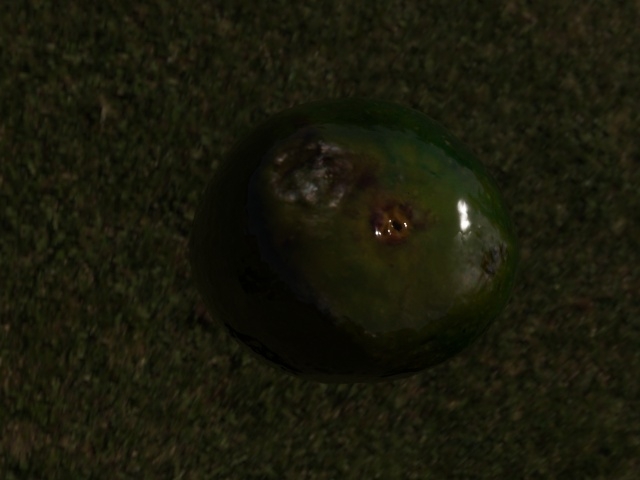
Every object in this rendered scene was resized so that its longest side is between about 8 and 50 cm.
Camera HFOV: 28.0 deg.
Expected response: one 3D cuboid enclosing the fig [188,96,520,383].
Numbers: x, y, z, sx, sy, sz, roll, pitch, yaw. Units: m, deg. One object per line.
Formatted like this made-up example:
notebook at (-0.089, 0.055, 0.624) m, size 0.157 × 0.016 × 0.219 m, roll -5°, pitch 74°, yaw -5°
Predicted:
fig at (0.000, 0.000, 0.508) m, size 0.117 × 0.177 × 0.117 m, roll 0°, pitch 92°, yaw -15°
